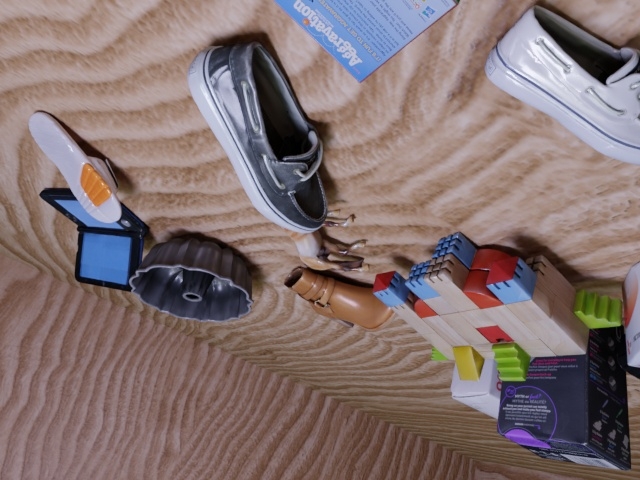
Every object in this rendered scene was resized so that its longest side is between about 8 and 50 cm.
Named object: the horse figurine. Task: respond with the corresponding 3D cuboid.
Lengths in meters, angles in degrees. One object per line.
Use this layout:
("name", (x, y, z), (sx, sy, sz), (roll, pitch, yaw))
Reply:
("horse figurine", (0.000, 0.000, 0.853), (0.175, 0.066, 0.263), (-4, 141, 28))

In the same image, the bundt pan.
("bundt pan", (-0.341, 0.106, 1.150), (0.331, 0.124, 0.330), (4, 144, 3))

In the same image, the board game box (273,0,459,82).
("board game box", (-0.011, -0.290, 0.397), (0.281, 0.027, 0.145), (35, 147, -25))

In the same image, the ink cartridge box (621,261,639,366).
("ink cartridge box", (0.486, 0.090, 0.606), (0.045, 0.145, 0.179), (2, 146, 29))

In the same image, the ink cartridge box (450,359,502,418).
("ink cartridge box", (0.457, 0.309, 0.944), (0.278, 0.201, 0.117), (28, 150, -12))

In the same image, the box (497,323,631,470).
("box", (0.461, 0.262, 0.787), (0.143, 0.270, 0.165), (33, 149, -21))

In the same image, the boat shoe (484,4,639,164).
("boat shoe", (0.276, -0.145, 0.400), (0.226, 0.083, 0.076), (23, 153, -2))

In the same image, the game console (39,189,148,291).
("game console", (-0.649, -0.001, 1.159), (0.293, 0.173, 0.250), (4, 148, 27))

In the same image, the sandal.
("sandal", (-0.510, -0.163, 0.905), (0.102, 0.076, 0.265), (-12, 119, 24))

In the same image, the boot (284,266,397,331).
("boot", (0.050, 0.125, 1.019), (0.220, 0.109, 0.283), (36, 156, -18))

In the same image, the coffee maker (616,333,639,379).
("coffee maker", (0.577, 0.175, 0.674), (0.120, 0.171, 0.178), (52, 163, 29))

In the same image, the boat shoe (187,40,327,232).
("boat shoe", (-0.057, -0.126, 0.610), (0.119, 0.121, 0.335), (4, 146, 36))

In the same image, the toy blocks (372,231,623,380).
("toy blocks", (0.278, 0.104, 0.768), (0.261, 0.190, 0.381), (42, 147, -14))
